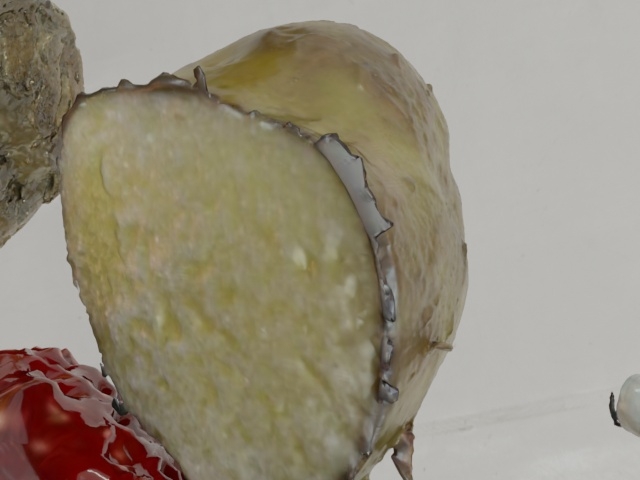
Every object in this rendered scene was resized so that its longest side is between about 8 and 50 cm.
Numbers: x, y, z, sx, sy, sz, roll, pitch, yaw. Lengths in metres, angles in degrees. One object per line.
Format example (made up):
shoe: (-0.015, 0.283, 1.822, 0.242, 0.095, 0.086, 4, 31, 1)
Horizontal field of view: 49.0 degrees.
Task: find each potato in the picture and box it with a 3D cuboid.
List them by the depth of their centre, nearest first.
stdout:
potato: (0.000, 0.000, 0.495, 0.300, 0.237, 0.289, 28, 117, 31)

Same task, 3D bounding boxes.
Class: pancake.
pancake: (-0.430, -0.142, 0.900, 0.082, 0.387, 0.387, 27, 94, 13)

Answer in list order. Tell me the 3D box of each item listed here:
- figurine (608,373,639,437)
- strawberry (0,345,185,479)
figurine: (0.340, 0.172, 0.535, 0.137, 0.245, 0.110, -18, 110, -25)
strawberry: (-0.178, 0.261, 0.494, 0.345, 0.317, 0.295, 24, 117, 2)
